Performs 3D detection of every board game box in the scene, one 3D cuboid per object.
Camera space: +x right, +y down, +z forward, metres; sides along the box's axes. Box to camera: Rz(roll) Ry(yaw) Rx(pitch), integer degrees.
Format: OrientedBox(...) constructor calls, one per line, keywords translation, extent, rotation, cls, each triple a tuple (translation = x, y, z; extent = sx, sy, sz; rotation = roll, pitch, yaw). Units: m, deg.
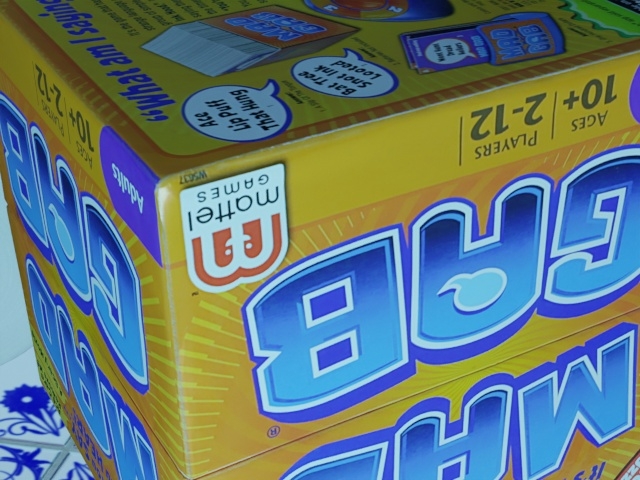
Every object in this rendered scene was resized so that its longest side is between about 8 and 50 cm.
OrientedBox(translation=(0.000, 0.000, 0.781), extent=(0.356, 0.356, 0.356), rotation=(-17, 124, -24), cls="board game box")

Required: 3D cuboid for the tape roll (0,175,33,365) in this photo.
OrientedBox(translation=(-0.411, 0.002, 1.008), extent=(0.392, 0.072, 0.392), rotation=(-9, 140, -7), cls="tape roll")
